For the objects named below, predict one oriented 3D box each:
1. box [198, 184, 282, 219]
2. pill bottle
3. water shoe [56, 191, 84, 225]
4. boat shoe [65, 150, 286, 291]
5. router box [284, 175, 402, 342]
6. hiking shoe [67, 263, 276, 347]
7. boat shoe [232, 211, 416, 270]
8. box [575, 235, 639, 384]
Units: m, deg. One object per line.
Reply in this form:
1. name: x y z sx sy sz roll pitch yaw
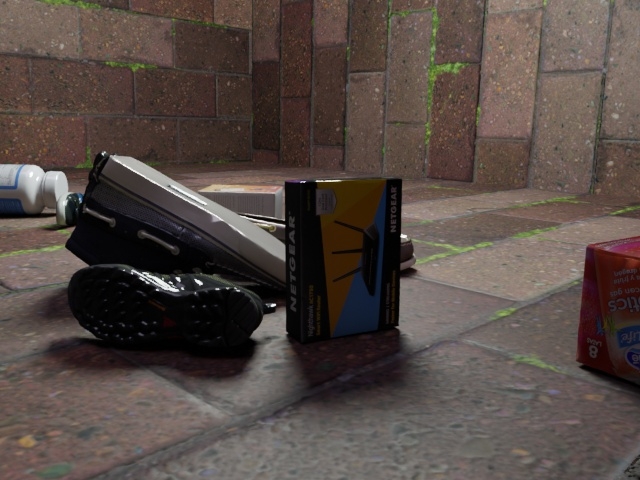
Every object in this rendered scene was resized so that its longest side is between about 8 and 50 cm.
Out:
1. box: -0.178 -0.074 1.377 0.171 0.090 0.130 2 11 3
2. pill bottle: -0.742 -0.123 1.476 0.222 0.124 0.124 1 11 -5
3. water shoe: -0.534 -0.076 1.392 0.080 0.072 0.203 4 12 1
4. boat shoe: -0.194 0.019 0.875 0.341 0.158 0.127 30 8 1
5. router box: 0.027 0.018 0.698 0.133 0.178 0.046 -5 11 -27
6. hiking shoe: -0.169 0.075 0.685 0.227 0.086 0.114 10 -1 12
7. boat shoe: 0.000 0.000 0.998 0.325 0.096 0.116 0 11 -5
8. box: 0.396 0.063 0.642 0.257 0.128 0.123 -7 14 -36
